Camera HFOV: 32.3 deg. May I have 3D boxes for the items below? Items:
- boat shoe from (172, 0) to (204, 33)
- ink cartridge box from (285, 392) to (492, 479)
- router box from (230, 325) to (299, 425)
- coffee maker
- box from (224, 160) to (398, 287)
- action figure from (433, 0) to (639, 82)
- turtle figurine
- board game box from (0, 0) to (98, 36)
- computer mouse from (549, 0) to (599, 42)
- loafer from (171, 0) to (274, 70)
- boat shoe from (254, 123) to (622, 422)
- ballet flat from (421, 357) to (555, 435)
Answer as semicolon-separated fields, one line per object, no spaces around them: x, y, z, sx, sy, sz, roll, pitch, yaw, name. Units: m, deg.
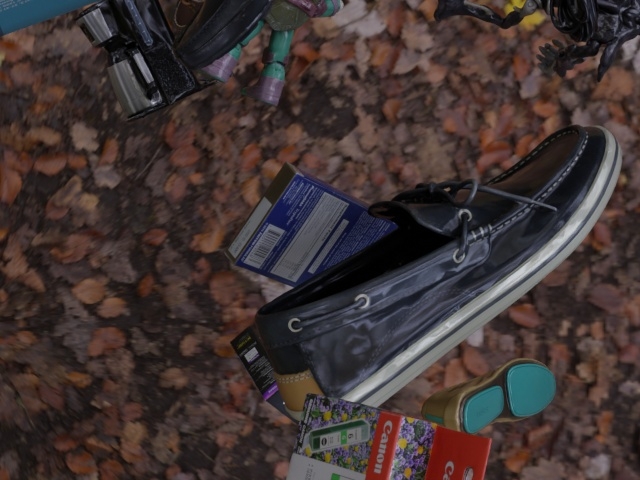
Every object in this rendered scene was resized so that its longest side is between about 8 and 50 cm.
-0.164;-0.410;1.725;0.123;0.342;0.123;9;77;-32;boat shoe
0.031;0.118;0.564;0.029;0.115;0.063;19;80;-38;ink cartridge box
-0.051;0.221;1.679;0.046;0.133;0.179;-41;136;4;router box
-0.251;-0.284;1.625;0.171;0.120;0.178;-34;104;-39;coffee maker
0.000;0.000;1.383;0.225;0.036;0.136;25;104;-44;box
0.286;-0.285;1.323;0.275;0.141;0.164;19;98;12;action figure
-0.054;-0.283;1.276;0.175;0.118;0.234;24;91;-16;turtle figurine
-0.290;-0.253;0.601;0.254;0.079;0.336;-22;84;-11;board game box
0.183;-0.325;1.140;0.072;0.272;0.188;-46;143;-13;computer mouse
-0.065;-0.249;0.982;0.078;0.076;0.223;34;109;-29;loafer
0.137;0.004;1.223;0.500;0.187;0.156;-37;102;-16;boat shoe
0.209;0.191;1.377;0.232;0.073;0.080;-5;93;-49;ballet flat
